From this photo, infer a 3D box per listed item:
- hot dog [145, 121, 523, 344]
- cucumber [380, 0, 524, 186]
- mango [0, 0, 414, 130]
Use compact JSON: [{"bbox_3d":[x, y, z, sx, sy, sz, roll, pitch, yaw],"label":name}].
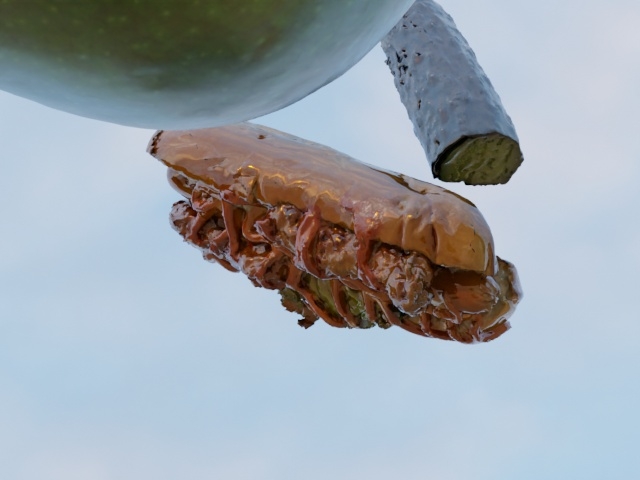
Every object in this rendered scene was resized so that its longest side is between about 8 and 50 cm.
[{"bbox_3d":[0.000,0.000,1.421,0.349,0.117,0.158,22,-22,34],"label":"hot dog"},{"bbox_3d":[0.106,-0.136,1.446,0.078,0.211,0.062,5,-47,-20],"label":"cucumber"},{"bbox_3d":[-0.089,-0.152,0.570,0.201,0.225,0.382,-28,-19,25],"label":"mango"}]
